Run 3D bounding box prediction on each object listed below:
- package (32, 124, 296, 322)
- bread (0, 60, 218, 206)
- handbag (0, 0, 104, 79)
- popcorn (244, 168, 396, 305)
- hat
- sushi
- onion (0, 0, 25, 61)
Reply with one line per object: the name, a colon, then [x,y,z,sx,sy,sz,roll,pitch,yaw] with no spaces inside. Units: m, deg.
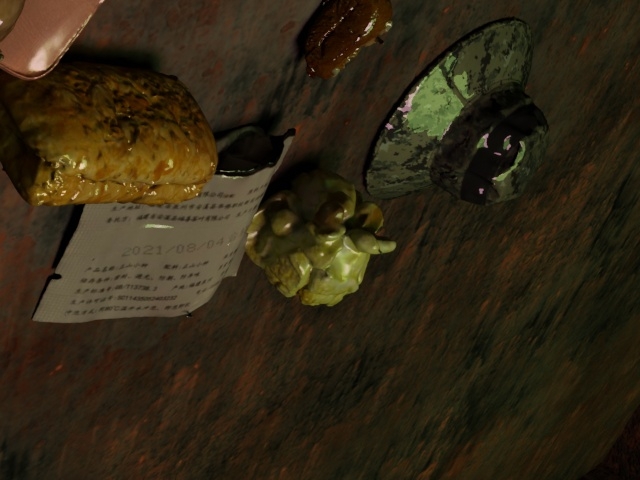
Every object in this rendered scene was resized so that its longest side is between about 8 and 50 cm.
package: [-0.136,-0.007,1.529,0.251,0.062,0.204,-16,143,-44]
bread: [-0.171,-0.085,1.278,0.083,0.114,0.211,-39,163,29]
handbag: [-0.207,-0.206,1.075,0.157,0.059,0.212,-47,156,3]
popcorn: [0.000,0.000,1.678,0.141,0.162,0.135,-82,162,-59]
hat: [0.187,-0.113,1.819,0.265,0.128,0.265,-41,159,-20]
sushi: [0.027,-0.198,1.500,0.118,0.061,0.060,-31,170,18]
onion: [-0.243,-0.257,0.667,0.354,0.353,0.353,-37,156,-20]
